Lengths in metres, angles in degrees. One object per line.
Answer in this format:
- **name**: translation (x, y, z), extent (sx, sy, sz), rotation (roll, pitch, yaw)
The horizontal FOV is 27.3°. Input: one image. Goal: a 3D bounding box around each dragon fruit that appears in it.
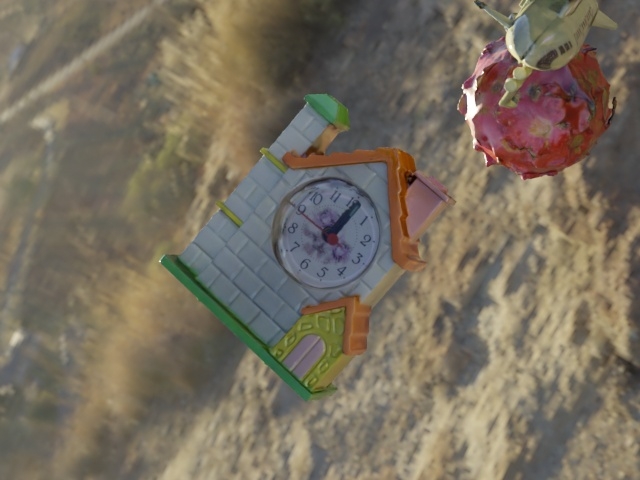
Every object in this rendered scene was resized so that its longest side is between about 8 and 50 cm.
- **dragon fruit**: translation (0.303, -0.198, 1.828), extent (0.268, 0.205, 0.210), rotation (-61, -9, -47)

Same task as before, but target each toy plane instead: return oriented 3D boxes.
- **toy plane**: translation (0.233, -0.218, 1.313), extent (0.256, 0.104, 0.242), rotation (-25, -27, -54)

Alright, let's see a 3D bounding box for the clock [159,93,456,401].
- **clock**: translation (0.000, 0.000, 1.380), extent (0.255, 0.220, 0.106), rotation (-50, -14, 8)
